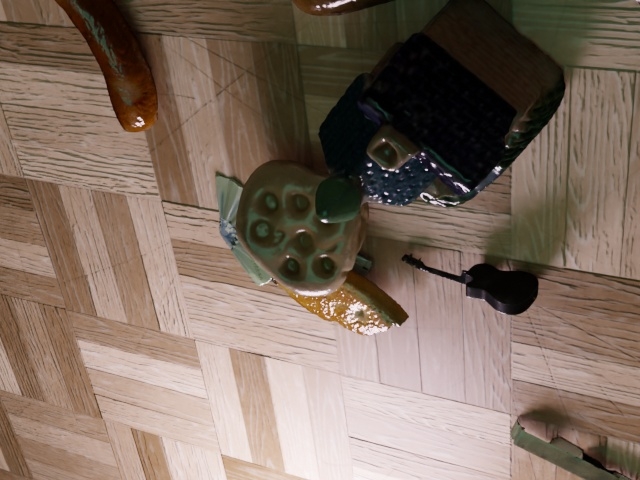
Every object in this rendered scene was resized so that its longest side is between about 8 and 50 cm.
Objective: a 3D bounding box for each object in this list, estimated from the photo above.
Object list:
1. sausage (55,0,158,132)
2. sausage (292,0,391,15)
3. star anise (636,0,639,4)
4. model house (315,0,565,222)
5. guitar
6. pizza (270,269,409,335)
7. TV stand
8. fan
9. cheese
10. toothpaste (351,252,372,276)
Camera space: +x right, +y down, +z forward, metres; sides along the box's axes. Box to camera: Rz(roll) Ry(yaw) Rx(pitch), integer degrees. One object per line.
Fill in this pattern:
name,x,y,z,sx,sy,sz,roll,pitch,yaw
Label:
sausage,-0.348,-0.319,1.567,0.103,0.076,0.302,-7,117,43
sausage,0.166,-0.369,1.194,0.500,0.123,0.136,0,119,29
star anise,0.467,-0.253,1.157,0.158,0.144,0.140,-13,71,29
model house,0.132,-0.141,1.284,0.243,0.284,0.298,43,133,2
guitar,0.232,0.058,1.511,0.233,0.088,0.025,19,132,30
pizza,0.028,0.095,1.654,0.271,0.056,0.134,14,139,28
TV stand,0.447,0.382,1.638,0.249,0.042,0.036,26,112,10
fan,-0.131,-0.016,1.709,0.131,0.009,0.240,-3,121,29
cheese,-0.021,-0.029,1.540,0.218,0.117,0.235,-20,102,23
toothpaste,0.000,0.000,1.628,0.197,0.029,0.048,32,140,3
